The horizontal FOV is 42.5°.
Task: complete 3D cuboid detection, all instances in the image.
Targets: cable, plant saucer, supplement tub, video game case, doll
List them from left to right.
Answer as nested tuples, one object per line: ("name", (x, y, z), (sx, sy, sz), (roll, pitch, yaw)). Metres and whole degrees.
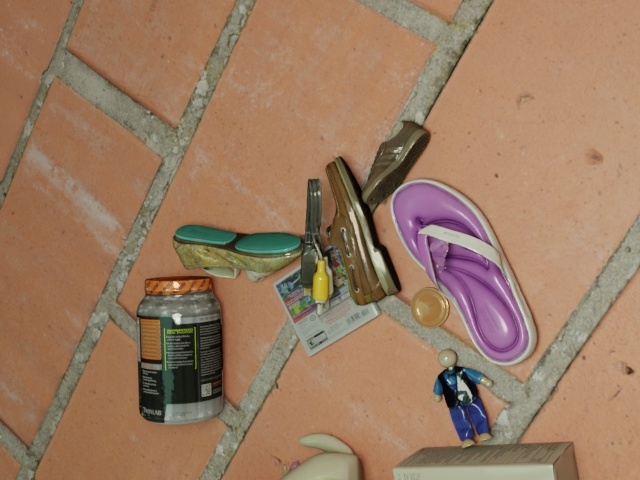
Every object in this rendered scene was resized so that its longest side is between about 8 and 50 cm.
("supplement tub", (-0.318, 0.242, 1.867), (0.193, 0.193, 0.316), (1, 92, 30))
("cable", (0.000, 0.000, 1.671), (0.072, 0.139, 0.287), (5, 114, -1))
("video game case", (0.011, 0.125, 1.772), (0.201, 0.023, 0.183), (-34, 76, 27))
("plant saucer", (0.219, 0.136, 1.657), (0.083, 0.013, 0.084), (1, 93, 29))
("doll", (0.280, 0.302, 1.611), (0.129, 0.046, 0.189), (-29, 72, 29))

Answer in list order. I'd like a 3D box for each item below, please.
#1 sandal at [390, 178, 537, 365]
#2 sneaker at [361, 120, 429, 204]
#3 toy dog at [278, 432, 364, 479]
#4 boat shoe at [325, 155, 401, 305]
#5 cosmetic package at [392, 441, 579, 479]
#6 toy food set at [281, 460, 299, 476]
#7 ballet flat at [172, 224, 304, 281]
("sandal", (0.271, 0.049, 1.573), (0.169, 0.102, 0.416), (-42, 72, 24))
("sneaker", (0.139, -0.157, 1.657), (0.188, 0.066, 0.071), (-49, 54, 4))
("toy dog", (-0.094, 0.581, 1.632), (0.407, 0.285, 0.396), (-14, 58, -1))
("boat shoe", (0.059, -0.017, 1.677), (0.104, 0.110, 0.307), (-23, 80, 14))
("cosmetic package", (0.310, 0.453, 1.537), (0.309, 0.160, 0.113), (-10, 88, 31))
("toy food set", (-0.036, 0.524, 1.816), (0.122, 0.019, 0.078), (-11, 87, 30))
("ballet flat", (-0.177, 0.036, 1.835), (0.348, 0.123, 0.123), (6, 95, 29))
